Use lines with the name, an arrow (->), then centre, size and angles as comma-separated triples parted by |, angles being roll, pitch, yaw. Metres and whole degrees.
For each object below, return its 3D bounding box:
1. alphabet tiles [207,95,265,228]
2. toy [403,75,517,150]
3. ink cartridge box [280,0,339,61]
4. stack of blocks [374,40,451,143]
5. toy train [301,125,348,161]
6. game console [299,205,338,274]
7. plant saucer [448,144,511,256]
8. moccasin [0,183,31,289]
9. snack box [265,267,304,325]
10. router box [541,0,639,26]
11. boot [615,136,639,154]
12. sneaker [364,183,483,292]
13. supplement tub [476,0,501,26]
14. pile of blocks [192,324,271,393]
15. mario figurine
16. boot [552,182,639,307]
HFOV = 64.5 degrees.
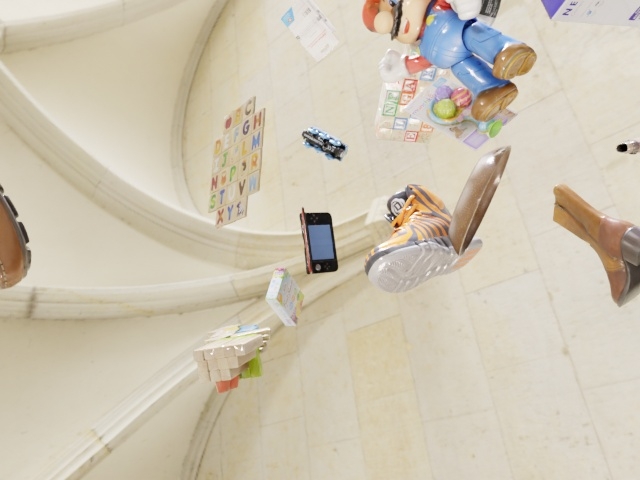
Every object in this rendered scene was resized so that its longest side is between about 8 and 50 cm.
alphabet tiles -> -0.237, -0.213, 1.402 | 0.011, 0.285, 0.343 | 12, -106, -36
toy -> 0.318, -0.315, 1.181 | 0.237, 0.137, 0.056 | 44, 170, 33
ink cartridge box -> -0.026, -0.677, 1.627 | 0.180, 0.104, 0.060 | 48, -151, -12
stack of blocks -> 0.273, -0.442, 1.516 | 0.171, 0.297, 0.087 | 5, -135, -5
toy train -> 0.019, -0.349, 1.822 | 0.184, 0.080, 0.105 | 31, -156, 20
game console -> 0.000, 0.000, 1.139 | 0.124, 0.085, 0.144 | -3, -98, -33
plant saucer -> 0.258, -0.069, 0.842 | 0.036, 0.199, 0.198 | 26, -154, 20
moccasin -> -0.531, -0.081, 0.645 | 0.380, 0.139, 0.147 | 52, -135, -12
snack box -> -0.093, 0.154, 1.368 | 0.141, 0.037, 0.100 | 61, -147, -45
router box -> 0.613, -0.539, 0.893 | 0.300, 0.335, 0.082 | -5, -115, -17
boot -> 0.683, -0.203, 1.060 | 0.118, 0.086, 0.042 | 36, -135, -86
sneaker -> 0.162, -0.011, 0.972 | 0.321, 0.125, 0.180 | -6, -129, -47
supplement tub -> 0.316, -0.690, 1.428 | 0.337, 0.207, 0.207 | 9, -127, -10
pile of blocks -> -0.172, 0.251, 1.081 | 0.362, 0.148, 0.113 | 161, 99, -82
mario figurine -> 0.171, -0.326, 0.825 | 0.320, 0.198, 0.170 | 49, -153, 25
boot -> 0.707, 0.015, 1.322 | 0.280, 0.096, 0.264 | 49, 172, 48
